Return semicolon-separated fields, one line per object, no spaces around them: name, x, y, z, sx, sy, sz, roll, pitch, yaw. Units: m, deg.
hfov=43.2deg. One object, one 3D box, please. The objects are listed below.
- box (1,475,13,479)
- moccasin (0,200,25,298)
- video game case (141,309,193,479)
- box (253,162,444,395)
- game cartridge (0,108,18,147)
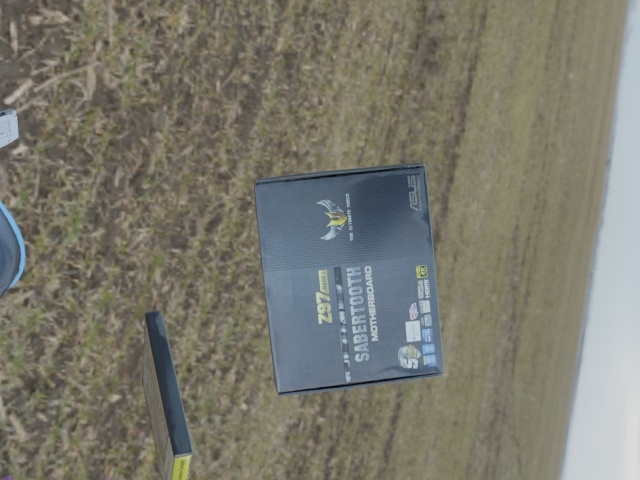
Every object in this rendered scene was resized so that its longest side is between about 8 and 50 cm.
box;-0.332;0.404;0.819;0.201;0.057;0.293;-31;121;-15
moccasin;-0.387;-0.067;0.718;0.342;0.138;0.116;55;23;-28
video game case;-0.281;0.305;1.451;0.248;0.035;0.274;108;-32;-52
box;0.030;0.040;0.869;0.059;0.184;0.232;-144;-131;-84
game cartridge;-0.483;-0.156;1.180;0.083;0.017;0.056;-30;144;-39
